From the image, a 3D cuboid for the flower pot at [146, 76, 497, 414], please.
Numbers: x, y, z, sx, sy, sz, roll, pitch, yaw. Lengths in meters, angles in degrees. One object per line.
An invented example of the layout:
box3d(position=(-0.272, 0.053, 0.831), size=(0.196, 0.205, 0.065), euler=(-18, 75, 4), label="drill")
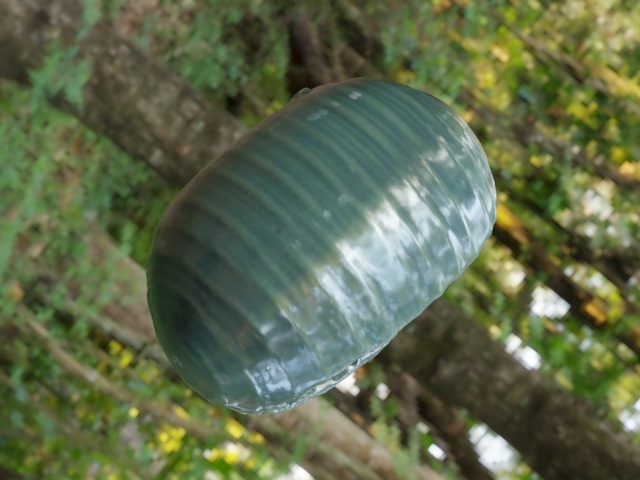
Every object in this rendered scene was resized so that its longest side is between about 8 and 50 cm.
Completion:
box3d(position=(0.000, 0.000, 0.993), size=(0.243, 0.157, 0.189), euler=(-38, 173, -24), label="flower pot")
